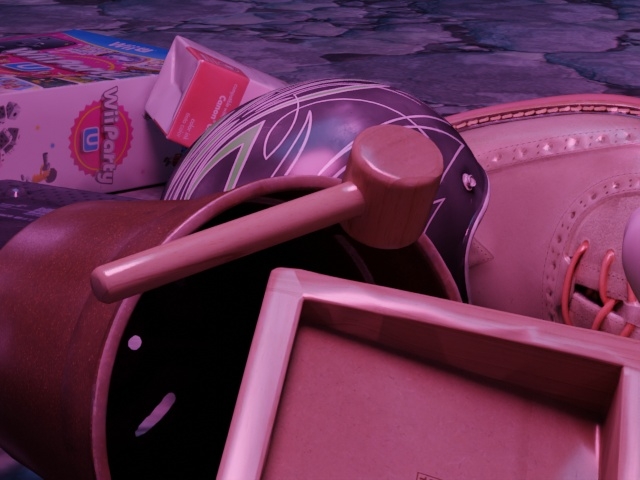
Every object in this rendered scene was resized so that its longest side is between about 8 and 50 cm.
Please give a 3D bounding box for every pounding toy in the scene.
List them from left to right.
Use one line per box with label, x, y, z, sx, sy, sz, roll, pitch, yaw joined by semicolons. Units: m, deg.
pounding toy;0.011;0.062;0.525;0.181;0.094;0.206;12;46;2

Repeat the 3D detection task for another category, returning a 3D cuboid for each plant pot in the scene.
plant pot;-0.056;0.051;0.644;0.167;0.167;0.165;-10;12;-35

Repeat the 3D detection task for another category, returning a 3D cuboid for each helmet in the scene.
helmet;0.000;0.000;0.806;0.169;0.161;0.169;1;15;0

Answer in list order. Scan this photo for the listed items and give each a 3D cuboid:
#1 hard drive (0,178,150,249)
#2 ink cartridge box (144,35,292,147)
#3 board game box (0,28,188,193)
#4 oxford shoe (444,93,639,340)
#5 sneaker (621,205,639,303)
hard drive;-0.203;0.017;0.934;0.172;0.054;0.254;9;17;26
ink cartridge box;-0.023;-0.079;1.205;0.198;0.067;0.115;21;9;-19
board game box;-0.255;-0.096;1.274;0.303;0.097;0.224;-13;21;-43
oxford shoe;0.178;0.011;0.837;0.397;0.140;0.146;5;23;22
sneaker;0.148;0.083;0.540;0.153;0.094;0.235;-19;63;-31
